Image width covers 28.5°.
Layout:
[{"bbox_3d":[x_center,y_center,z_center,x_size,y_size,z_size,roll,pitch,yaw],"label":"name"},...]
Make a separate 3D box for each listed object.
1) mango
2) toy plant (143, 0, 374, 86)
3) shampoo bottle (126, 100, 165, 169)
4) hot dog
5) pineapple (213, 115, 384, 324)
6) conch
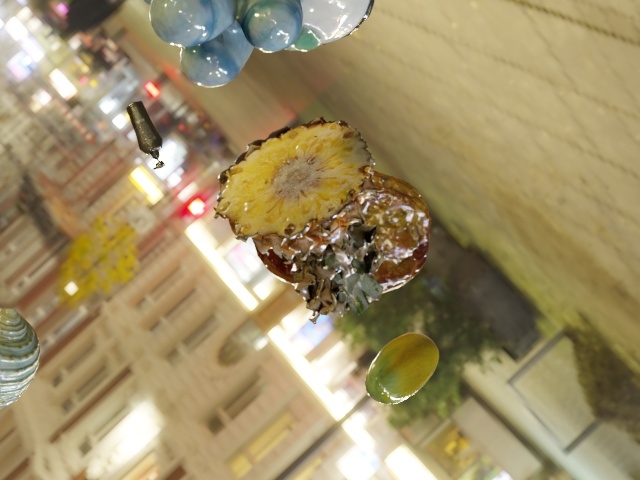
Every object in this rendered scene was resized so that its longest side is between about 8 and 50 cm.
[{"bbox_3d":[0.156,0.253,2.471,0.092,0.130,0.195,25,-153,30],"label":"mango"},{"bbox_3d":[-0.099,-0.330,1.642,0.247,0.247,0.332,47,-141,7],"label":"toy plant"},{"bbox_3d":[-0.331,-0.201,2.407,0.027,0.048,0.137,67,178,-80],"label":"shampoo bottle"},{"bbox_3d":[0.045,-0.024,2.686,0.388,0.266,0.174,6,-179,-4],"label":"hot dog"},{"bbox_3d":[0.000,0.000,1.851,0.262,0.262,0.271,44,164,49],"label":"pineapple"},{"bbox_3d":[-0.458,0.171,1.828,0.135,0.102,0.153,-125,30,-55],"label":"conch"}]
